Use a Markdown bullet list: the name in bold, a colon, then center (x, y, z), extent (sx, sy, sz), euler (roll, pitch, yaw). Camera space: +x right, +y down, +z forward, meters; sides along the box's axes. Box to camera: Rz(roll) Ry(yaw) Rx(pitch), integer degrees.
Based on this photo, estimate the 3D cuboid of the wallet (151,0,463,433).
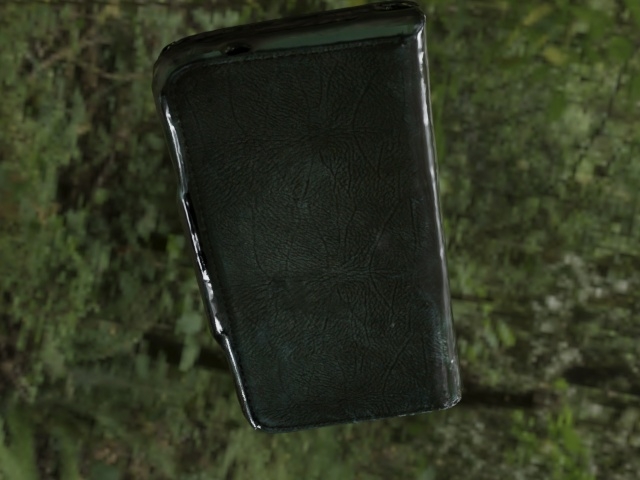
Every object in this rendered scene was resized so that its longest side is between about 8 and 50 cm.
- **wallet**: center (0.000, 0.000, 0.828), extent (0.045, 0.173, 0.318), euler (-96, 175, -53)
